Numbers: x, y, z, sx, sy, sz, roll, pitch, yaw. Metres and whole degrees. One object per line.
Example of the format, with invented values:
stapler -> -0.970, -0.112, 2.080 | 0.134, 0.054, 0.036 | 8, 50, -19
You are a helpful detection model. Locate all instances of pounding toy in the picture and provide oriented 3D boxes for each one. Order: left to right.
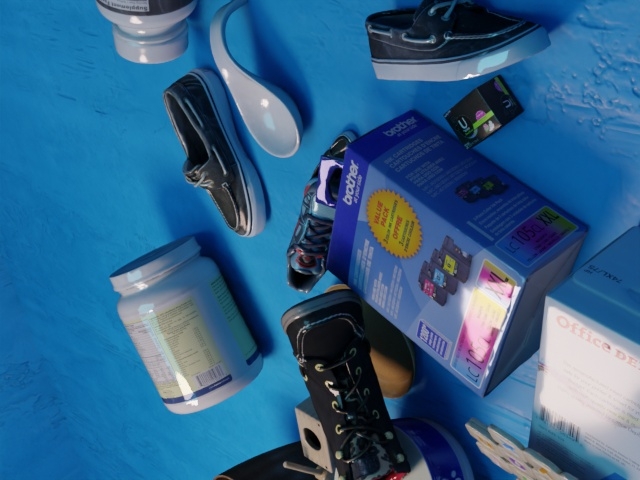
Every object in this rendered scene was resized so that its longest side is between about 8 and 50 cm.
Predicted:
pounding toy -> 0.021, 0.402, 1.928 | 0.094, 0.181, 0.206 | 22, 132, 42

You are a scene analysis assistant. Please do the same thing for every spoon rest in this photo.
spoon rest -> -0.113, -0.264, 1.661 | 0.137, 0.084, 0.276 | -8, 109, 55

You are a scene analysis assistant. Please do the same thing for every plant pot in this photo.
plant pot -> -0.076, 0.528, 2.111 | 0.215, 0.230, 0.215 | 32, 139, 33
plant pot -> 0.091, 0.177, 1.795 | 0.236, 0.032, 0.236 | 32, 138, 33

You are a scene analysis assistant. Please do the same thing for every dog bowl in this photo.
dog bowl -> 0.146, 0.452, 1.772 | 0.265, 0.104, 0.265 | -5, 83, 49

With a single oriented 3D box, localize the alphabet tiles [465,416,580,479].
alphabet tiles -> 0.324, 0.338, 1.344 | 0.284, 0.021, 0.278 | 30, 164, 36

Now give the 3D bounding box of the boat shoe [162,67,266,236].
boat shoe -> -0.209, -0.148, 1.845 | 0.121, 0.119, 0.335 | 1, 116, 52

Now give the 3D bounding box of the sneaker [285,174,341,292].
sneaker -> 0.000, 0.000, 1.669 | 0.104, 0.125, 0.262 | 18, 144, 2

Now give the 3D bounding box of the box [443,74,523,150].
box -> 0.218, -0.171, 1.329 | 0.062, 0.052, 0.083 | 56, 148, 3

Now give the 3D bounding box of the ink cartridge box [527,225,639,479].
ink cartridge box -> 0.402, 0.165, 1.225 | 0.198, 0.197, 0.270 | 31, 138, 36

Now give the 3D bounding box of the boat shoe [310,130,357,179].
boat shoe -> 0.023, -0.127, 1.631 | 0.049, 0.040, 0.142 | 51, 146, 12

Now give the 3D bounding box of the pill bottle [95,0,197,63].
pill bottle -> -0.295, -0.466, 1.653 | 0.176, 0.176, 0.319 | 35, 140, 32

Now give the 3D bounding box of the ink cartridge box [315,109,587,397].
ink cartridge box -> 0.161, -0.001, 1.459 | 0.395, 0.151, 0.270 | 40, 143, 28

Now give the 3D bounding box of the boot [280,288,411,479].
boot -> 0.045, 0.257, 1.620 | 0.377, 0.138, 0.284 | 87, 164, -66

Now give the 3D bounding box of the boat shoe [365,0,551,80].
boat shoe -> 0.165, -0.271, 1.281 | 0.301, 0.108, 0.102 | 13, 128, 56

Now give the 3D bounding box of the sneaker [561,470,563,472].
sneaker -> 0.378, 0.331, 1.507 | 0.110, 0.107, 0.275 | -128, 32, -47

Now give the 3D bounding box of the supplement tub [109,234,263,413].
supplement tub -> -0.286, 0.176, 2.102 | 0.235, 0.235, 0.325 | -12, 106, 55
